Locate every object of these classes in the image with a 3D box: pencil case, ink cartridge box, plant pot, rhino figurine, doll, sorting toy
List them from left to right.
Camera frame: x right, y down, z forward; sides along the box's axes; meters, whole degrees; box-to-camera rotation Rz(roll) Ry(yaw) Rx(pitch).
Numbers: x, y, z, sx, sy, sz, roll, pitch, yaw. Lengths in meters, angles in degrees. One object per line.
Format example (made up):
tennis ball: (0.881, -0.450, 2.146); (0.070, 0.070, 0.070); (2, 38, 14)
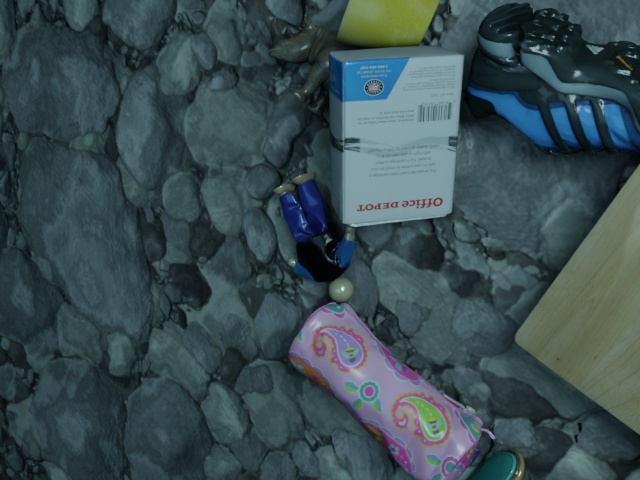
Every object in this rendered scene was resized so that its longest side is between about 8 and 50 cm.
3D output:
doll: (0.000, 0.000, 0.904); (0.129, 0.046, 0.189); (-24, 86, 34)
rhino figurine: (0.016, -0.216, 0.835); (0.106, 0.073, 0.243); (-45, 74, 10)
pencil case: (0.088, 0.206, 0.851); (0.284, 0.124, 0.124); (39, 117, 20)
ink cartridge box: (0.084, -0.124, 0.747); (0.082, 0.139, 0.191); (-118, 24, -61)
plant pot: (0.089, -0.285, 0.760); (0.095, 0.134, 0.134); (23, 113, -2)
sorting toy: (0.383, 0.075, 0.649); (0.255, 0.089, 0.257); (38, 123, 20)

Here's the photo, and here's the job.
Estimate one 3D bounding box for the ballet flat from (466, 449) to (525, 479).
ballet flat: (0.209, 0.361, 0.843); (0.073, 0.080, 0.232); (32, 121, -8)

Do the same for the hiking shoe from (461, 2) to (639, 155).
hiking shoe: (0.299, -0.141, 0.679); (0.304, 0.113, 0.132); (32, 145, 16)
